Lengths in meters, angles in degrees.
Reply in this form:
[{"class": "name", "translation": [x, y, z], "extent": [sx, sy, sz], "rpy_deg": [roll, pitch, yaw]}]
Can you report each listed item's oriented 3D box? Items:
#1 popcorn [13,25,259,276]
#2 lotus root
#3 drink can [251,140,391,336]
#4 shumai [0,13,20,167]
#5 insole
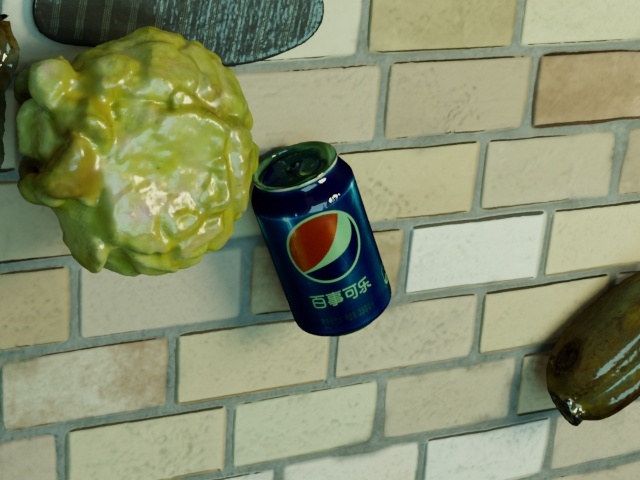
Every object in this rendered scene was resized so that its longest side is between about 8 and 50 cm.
[{"class": "popcorn", "translation": [-0.184, -0.090, 1.294], "extent": [0.259, 0.212, 0.259], "rpy_deg": [-5, 102, -22]}, {"class": "lotus root", "translation": [0.387, 0.132, 1.740], "extent": [0.241, 0.123, 0.124], "rpy_deg": [-42, 97, -1]}, {"class": "drink can", "translation": [0.000, 0.000, 1.485], "extent": [0.118, 0.118, 0.205], "rpy_deg": [-28, 120, -13]}, {"class": "shumai", "translation": [-0.376, -0.099, 1.249], "extent": [0.185, 0.184, 0.218], "rpy_deg": [92, 23, -67]}, {"class": "insole", "translation": [-0.137, -0.231, 1.373], "extent": [0.309, 0.012, 0.110], "rpy_deg": [1, 113, -28]}]
